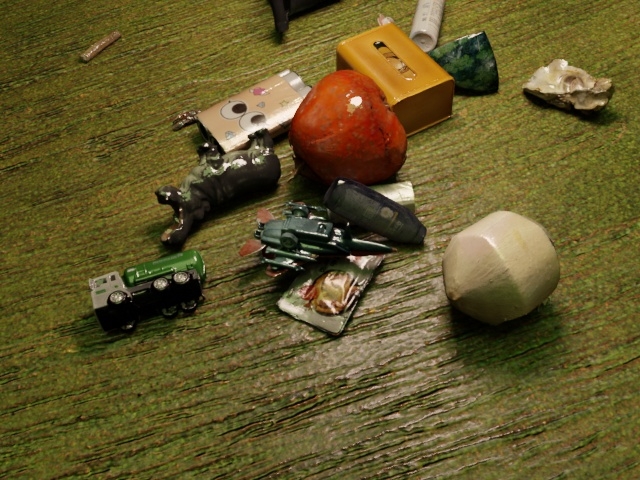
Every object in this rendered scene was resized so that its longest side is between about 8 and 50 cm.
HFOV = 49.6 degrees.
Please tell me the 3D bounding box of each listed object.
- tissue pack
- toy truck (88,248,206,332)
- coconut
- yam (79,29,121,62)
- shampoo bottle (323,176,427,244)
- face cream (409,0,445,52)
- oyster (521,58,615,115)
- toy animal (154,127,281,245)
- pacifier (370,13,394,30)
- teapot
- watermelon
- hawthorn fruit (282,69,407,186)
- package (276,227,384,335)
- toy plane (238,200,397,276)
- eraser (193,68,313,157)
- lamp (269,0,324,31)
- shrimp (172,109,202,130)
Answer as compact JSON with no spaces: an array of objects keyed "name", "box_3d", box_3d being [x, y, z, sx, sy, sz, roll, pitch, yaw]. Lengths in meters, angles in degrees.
[{"name":"tissue pack","box_3d":[0.184,-0.409,1.777,0.194,0.145,0.274,-27,55,-14]},{"name":"toy truck","box_3d":[-0.356,0.098,1.455,0.242,0.101,0.125,-18,49,-13]},{"name":"coconut","box_3d":[0.345,0.063,1.372,0.224,0.224,0.234,34,61,26]},{"name":"yam","box_3d":[-0.641,-0.569,2.021,0.032,0.032,0.145,28,58,22]},{"name":"shampoo bottle","box_3d":[0.123,-0.059,1.506,0.234,0.087,0.049,25,30,-14]},{"name":"face cream","box_3d":[0.312,-0.650,1.989,0.082,0.082,0.269,8,53,10]},{"name":"oyster","box_3d":[0.633,-0.382,1.765,0.233,0.107,0.161,24,61,42]},{"name":"toy animal","box_3d":[-0.250,-0.135,1.598,0.343,0.106,0.168,-34,101,-18]},{"name":"pacifier","box_3d":[0.175,-0.596,1.975,0.078,0.081,0.099,-25,21,25]},{"name":"teapot","box_3d":[0.108,-0.089,1.559,0.200,0.107,0.077,-8,58,-2]},{"name":"watermelon","box_3d":[0.364,-0.457,1.833,0.207,0.202,0.136,-2,90,17]},{"name":"hawthorn fruit","box_3d":[0.038,-0.230,1.591,0.307,0.276,0.276,-31,56,-1]},{"name":"package","box_3d":[0.027,0.081,1.483,0.154,0.030,0.239,21,58,21]},{"name":"toy plane","box_3d":[-0.002,-0.005,1.470,0.326,0.104,0.223,2,46,19]},{"name":"eraser","box_3d":[-0.155,-0.318,1.763,0.290,0.087,0.171,-31,58,-18]},{"name":"lamp","box_3d":[-0.039,-0.790,2.035,0.272,0.205,0.374,-14,42,-2]},{"name":"shrimp","box_3d":[-0.352,-0.320,1.814,0.092,0.029,0.038,-29,57,-13]}]
